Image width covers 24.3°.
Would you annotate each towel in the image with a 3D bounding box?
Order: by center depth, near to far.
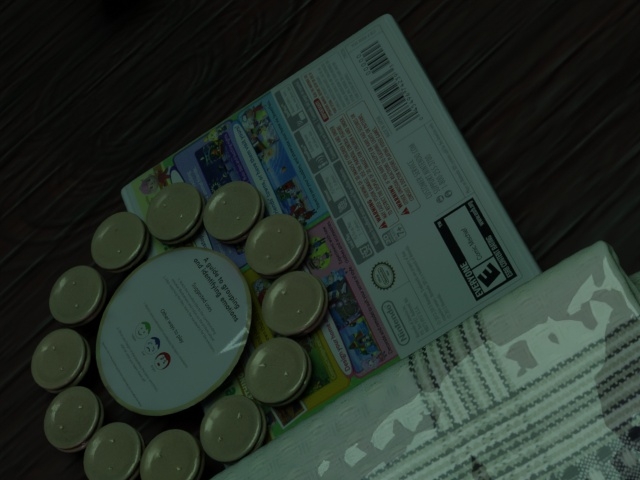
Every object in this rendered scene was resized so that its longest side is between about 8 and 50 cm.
[{"bbox_3d":[0.101,0.177,0.646,0.324,0.056,0.312,-29,57,9],"label":"towel"}]

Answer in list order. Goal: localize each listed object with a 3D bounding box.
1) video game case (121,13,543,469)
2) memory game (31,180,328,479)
[{"bbox_3d":[0.000,0.000,0.816,0.193,0.023,0.212,-33,54,10],"label":"video game case"},{"bbox_3d":[-0.079,0.050,0.811,0.186,0.012,0.186,-13,60,24],"label":"memory game"}]
